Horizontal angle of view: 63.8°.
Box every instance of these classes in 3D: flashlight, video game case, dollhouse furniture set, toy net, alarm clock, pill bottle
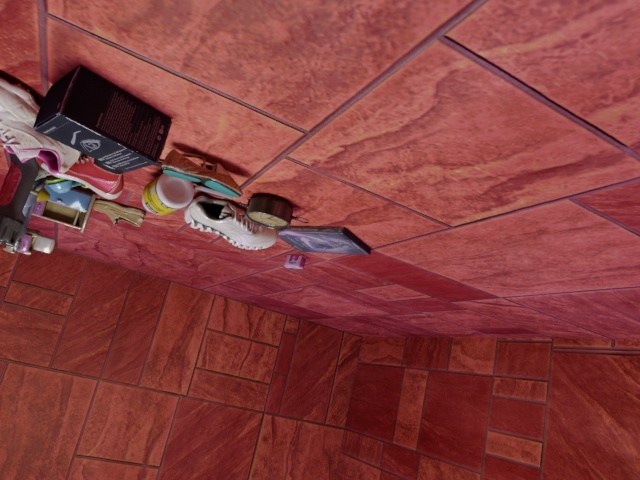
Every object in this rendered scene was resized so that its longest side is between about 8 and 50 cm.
[{"bbox_3d":[-0.737,-0.147,1.224,0.103,0.304,0.103,9,162,16],"label":"flashlight"},{"bbox_3d":[-0.295,-0.132,1.389,0.087,0.011,0.122,15,180,-27],"label":"video game case"},{"bbox_3d":[-0.839,-0.049,1.577,0.198,0.287,0.303,19,-173,-21],"label":"dollhouse furniture set"},{"bbox_3d":[-0.704,-0.180,1.473,0.122,0.045,0.232,-17,-159,-16],"label":"toy net"},{"bbox_3d":[0.000,0.000,1.652,0.274,0.026,0.196,3,161,33],"label":"video game case"},{"bbox_3d":[-0.123,-0.074,1.424,0.192,0.064,0.129,14,164,4],"label":"alarm clock"},{"bbox_3d":[-0.428,-0.126,1.416,0.103,0.103,0.184,23,161,-31],"label":"pill bottle"}]

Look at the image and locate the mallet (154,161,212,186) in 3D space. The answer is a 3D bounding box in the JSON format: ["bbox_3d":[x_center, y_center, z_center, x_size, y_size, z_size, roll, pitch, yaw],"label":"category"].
[{"bbox_3d":[-0.360,-0.184,1.300,0.189,0.039,0.062,17,165,-1],"label":"mallet"}]

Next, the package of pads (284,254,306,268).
[{"bbox_3d":[-0.096,0.080,1.946,0.083,0.050,0.032,0,154,39],"label":"package of pads"}]

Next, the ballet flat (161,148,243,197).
[{"bbox_3d":[-0.273,-0.164,1.233,0.206,0.067,0.073,20,167,-31],"label":"ballet flat"}]

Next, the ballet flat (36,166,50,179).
[{"bbox_3d":[-0.771,-0.208,1.431,0.079,0.077,0.221,-3,-170,-26],"label":"ballet flat"}]

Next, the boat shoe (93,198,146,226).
[{"bbox_3d":[-0.717,-0.092,1.808,0.189,0.072,0.068,13,164,1],"label":"boat shoe"}]

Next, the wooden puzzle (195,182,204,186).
[{"bbox_3d":[-0.321,-0.159,1.396,0.049,0.006,0.083,18,163,-17],"label":"wooden puzzle"}]

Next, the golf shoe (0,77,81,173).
[{"bbox_3d":[-0.654,-0.254,1.103,0.115,0.140,0.306,-1,157,44],"label":"golf shoe"}]

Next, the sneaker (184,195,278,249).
[{"bbox_3d":[-0.258,-0.054,1.541,0.292,0.110,0.118,18,154,-18],"label":"sneaker"}]

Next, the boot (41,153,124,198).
[{"bbox_3d":[-0.616,-0.220,1.316,0.244,0.088,0.176,26,145,-11],"label":"boot"}]

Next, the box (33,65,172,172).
[{"bbox_3d":[-0.440,-0.236,1.046,0.153,0.108,0.207,-3,157,43],"label":"box"}]
